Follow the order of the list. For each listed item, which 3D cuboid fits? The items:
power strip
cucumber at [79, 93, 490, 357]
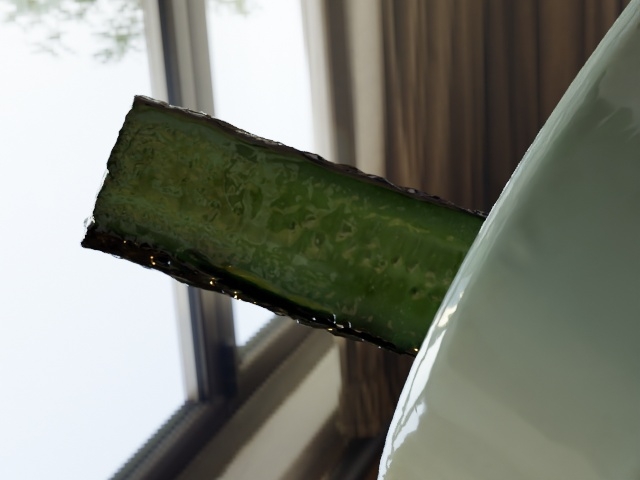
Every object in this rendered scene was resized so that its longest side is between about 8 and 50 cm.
[{"bbox_3d":[0.181,0.028,0.491,0.161,0.357,0.357,36,-145,20],"label":"power strip"},{"bbox_3d":[-0.001,0.002,0.611,0.211,0.078,0.062,20,174,-8],"label":"cucumber"}]
